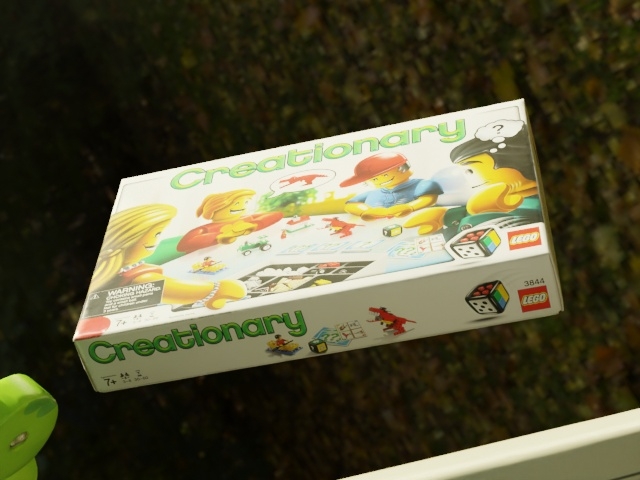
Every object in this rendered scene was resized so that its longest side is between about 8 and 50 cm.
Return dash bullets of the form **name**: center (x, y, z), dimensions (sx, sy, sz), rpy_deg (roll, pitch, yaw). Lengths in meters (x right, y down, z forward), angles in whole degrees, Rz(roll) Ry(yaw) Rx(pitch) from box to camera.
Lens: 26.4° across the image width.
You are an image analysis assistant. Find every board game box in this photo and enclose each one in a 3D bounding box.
- **board game box**: center (0.000, 0.000, 0.920), dimensions (0.193, 0.305, 0.053), rpy_deg (-87, -17, -56)

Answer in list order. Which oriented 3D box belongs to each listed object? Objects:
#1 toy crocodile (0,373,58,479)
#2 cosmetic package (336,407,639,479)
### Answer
- **toy crocodile**: center (-0.235, 0.072, 0.755), dimensions (0.115, 0.105, 0.340), rpy_deg (34, 159, 20)
- **cosmetic package**: center (0.093, 0.151, 0.510), dimensions (0.113, 0.309, 0.160), rpy_deg (-22, 76, 56)
